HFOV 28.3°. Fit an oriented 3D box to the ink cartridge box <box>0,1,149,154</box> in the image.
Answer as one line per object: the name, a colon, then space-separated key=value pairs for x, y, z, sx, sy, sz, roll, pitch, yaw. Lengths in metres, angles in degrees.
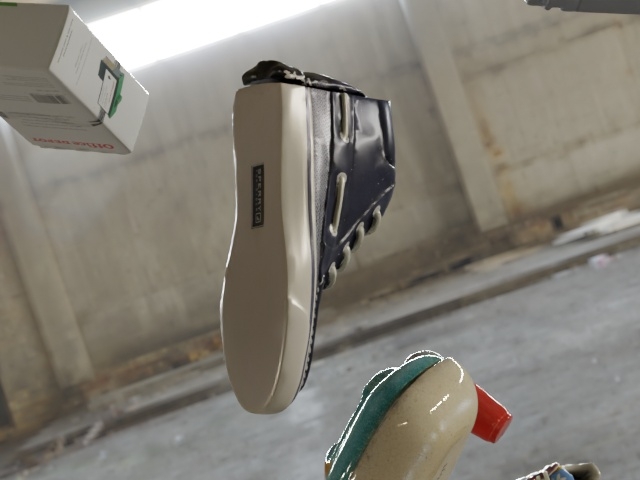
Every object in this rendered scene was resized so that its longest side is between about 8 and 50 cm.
ink cartridge box: x=-0.333 y=-0.197 z=1.562 sx=0.160 sy=0.092 sz=0.219 roll=7 pitch=-19 yaw=22

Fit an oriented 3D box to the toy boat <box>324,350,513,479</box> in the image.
toy boat: x=0.097 y=0.220 z=1.452 sx=0.318 sy=0.148 sz=0.267 roll=-23 pitch=-38 yaw=-56

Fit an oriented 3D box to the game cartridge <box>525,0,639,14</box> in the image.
game cartridge: x=0.403 y=-0.360 z=1.507 sx=0.294 sy=0.060 sz=0.196 roll=0 pitch=-41 yaw=-15

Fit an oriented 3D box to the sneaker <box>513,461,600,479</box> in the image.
sneaker: x=0.242 y=0.289 z=1.438 sx=0.185 sy=0.069 sz=0.084 roll=-11 pitch=-30 yaw=-47

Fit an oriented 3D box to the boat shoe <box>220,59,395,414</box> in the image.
boat shoe: x=0.000 y=0.000 z=1.254 sx=0.158 sy=0.340 sz=0.127 roll=4 pitch=-2 yaw=-36
